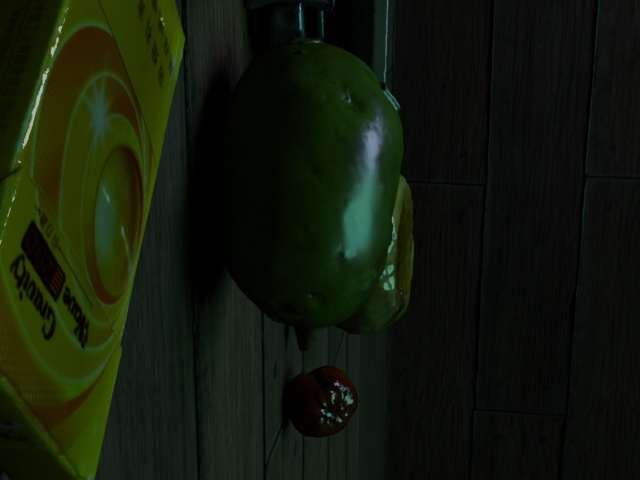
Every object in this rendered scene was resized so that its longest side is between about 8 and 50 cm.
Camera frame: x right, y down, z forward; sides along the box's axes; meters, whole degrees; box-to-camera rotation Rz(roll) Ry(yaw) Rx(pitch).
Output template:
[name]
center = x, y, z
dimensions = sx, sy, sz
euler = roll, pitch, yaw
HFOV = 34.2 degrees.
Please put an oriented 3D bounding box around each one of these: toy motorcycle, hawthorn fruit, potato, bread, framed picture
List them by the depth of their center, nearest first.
[potato]
center = -0.013, -0.048, 0.833
dimensions = 0.186, 0.148, 0.253
euler = 109, -9, -45
[toy motorcycle]
center = -0.024, -0.179, 0.955
dimensions = 0.122, 0.080, 0.215
euler = -40, 134, -81
[framed picture]
center = 0.014, -0.212, 1.049
dimensions = 0.247, 0.022, 0.335
euler = 167, -74, -70
[hawthorn fruit]
center = -0.002, 0.187, 1.241
dimensions = 0.093, 0.093, 0.093
euler = 2, 90, -83
[bread]
center = 0.052, 0.018, 1.395
dimensions = 0.244, 0.134, 0.244
euler = 5, 90, -80

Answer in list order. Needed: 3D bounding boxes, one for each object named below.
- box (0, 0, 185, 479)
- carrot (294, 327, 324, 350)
[box]
center = -0.110, -0.042, 0.462
dimensions = 0.152, 0.043, 0.269
euler = 80, 14, -56
[carrot]
center = 0.000, 0.000, 1.214
dimensions = 0.102, 0.102, 0.263
euler = 0, 98, -83
